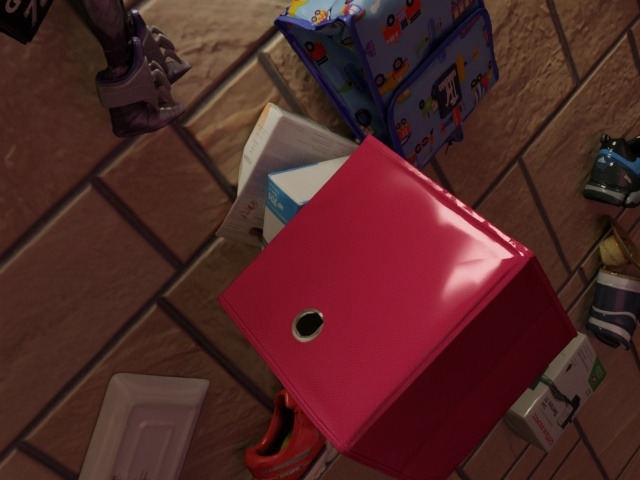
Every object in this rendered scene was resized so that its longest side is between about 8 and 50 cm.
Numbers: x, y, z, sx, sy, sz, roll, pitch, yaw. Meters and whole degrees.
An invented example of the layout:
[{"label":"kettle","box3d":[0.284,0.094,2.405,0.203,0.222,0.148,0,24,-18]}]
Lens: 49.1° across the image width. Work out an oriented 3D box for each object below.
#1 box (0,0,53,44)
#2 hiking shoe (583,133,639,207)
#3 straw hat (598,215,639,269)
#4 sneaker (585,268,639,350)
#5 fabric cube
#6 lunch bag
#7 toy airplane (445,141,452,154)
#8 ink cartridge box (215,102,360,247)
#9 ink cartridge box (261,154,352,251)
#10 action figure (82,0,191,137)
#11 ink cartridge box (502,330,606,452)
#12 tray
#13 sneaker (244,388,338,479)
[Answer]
[{"label":"box","box3d":[-0.274,-0.339,0.502,0.293,0.295,0.073,-62,174,0]},{"label":"hiking shoe","box3d":[0.638,-0.135,1.348,0.304,0.113,0.132,-5,110,-36]},{"label":"straw hat","box3d":[0.590,0.023,1.399,0.061,0.145,0.144,-35,135,26]},{"label":"sneaker","box3d":[0.667,0.156,1.483,0.282,0.099,0.153,13,93,-32]},{"label":"fabric cube","box3d":[0.093,0.089,0.804,0.258,0.254,0.259,-47,141,1]},{"label":"lunch bag","box3d":[0.115,-0.233,0.904,0.221,0.138,0.293,-51,131,-18]},{"label":"toy airplane","box3d":[0.149,-0.181,1.012,0.151,0.028,0.151,-5,99,-36]},{"label":"ink cartridge box","box3d":[-0.046,-0.074,0.919,0.145,0.045,0.179,16,114,-40]},{"label":"ink cartridge box","box3d":[0.000,0.000,0.911,0.139,0.082,0.191,-16,133,-32]},{"label":"action figure","box3d":[-0.209,-0.241,0.649,0.099,0.185,0.285,-22,138,-3]},{"label":"ink cartridge box","box3d":[0.451,0.288,1.378,0.208,0.086,0.153,-49,127,-12]},{"label":"tray","box3d":[-0.237,0.304,0.905,0.145,0.030,0.271,14,97,-38]},{"label":"sneaker","box3d":[-0.003,0.237,1.014,0.118,0.107,0.279,43,76,-28]}]
